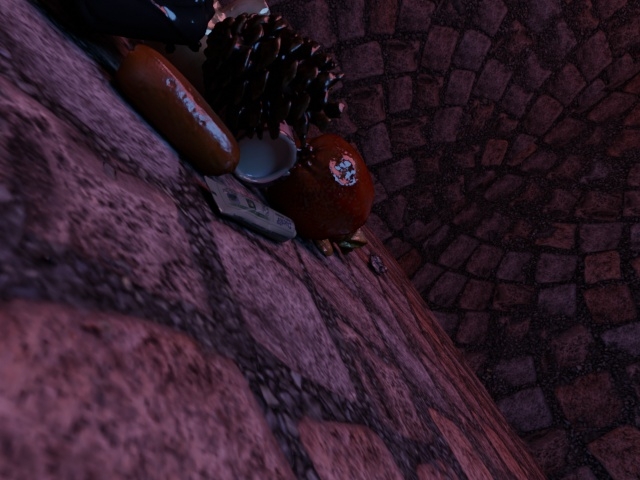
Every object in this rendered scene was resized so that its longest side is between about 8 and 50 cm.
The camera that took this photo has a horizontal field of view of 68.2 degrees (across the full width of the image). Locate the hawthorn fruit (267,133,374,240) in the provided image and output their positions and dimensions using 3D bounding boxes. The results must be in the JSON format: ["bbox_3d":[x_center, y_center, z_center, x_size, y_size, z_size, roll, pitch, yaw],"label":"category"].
[{"bbox_3d":[0.013,-0.090,0.966,0.253,0.205,0.205,55,3,-46],"label":"hawthorn fruit"}]

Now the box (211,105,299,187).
[{"bbox_3d":[-0.112,-0.182,0.842,0.151,0.151,0.135,42,20,-49],"label":"box"}]

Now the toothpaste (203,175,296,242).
[{"bbox_3d":[-0.092,-0.035,0.690,0.064,0.041,0.218,62,16,24],"label":"toothpaste"}]

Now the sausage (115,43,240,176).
[{"bbox_3d":[-0.182,-0.164,0.629,0.197,0.076,0.076,49,9,-26],"label":"sausage"}]

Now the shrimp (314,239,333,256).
[{"bbox_3d":[0.000,0.000,1.079,0.059,0.023,0.108,37,14,-28],"label":"shrimp"}]

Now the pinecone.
[{"bbox_3d":[-0.071,-0.235,0.695,0.204,0.179,0.184,8,51,-26],"label":"pinecone"}]

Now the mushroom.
[{"bbox_3d":[-0.192,-0.372,0.903,0.254,0.234,0.260,55,8,3],"label":"mushroom"}]

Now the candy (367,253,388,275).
[{"bbox_3d":[0.211,0.088,1.726,0.094,0.051,0.226,56,9,13],"label":"candy"}]

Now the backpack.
[{"bbox_3d":[-0.253,-0.336,0.654,0.258,0.206,0.133,-134,-136,-54],"label":"backpack"}]

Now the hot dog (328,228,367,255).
[{"bbox_3d":[0.028,-0.050,1.197,0.213,0.103,0.146,58,-16,-22],"label":"hot dog"}]
